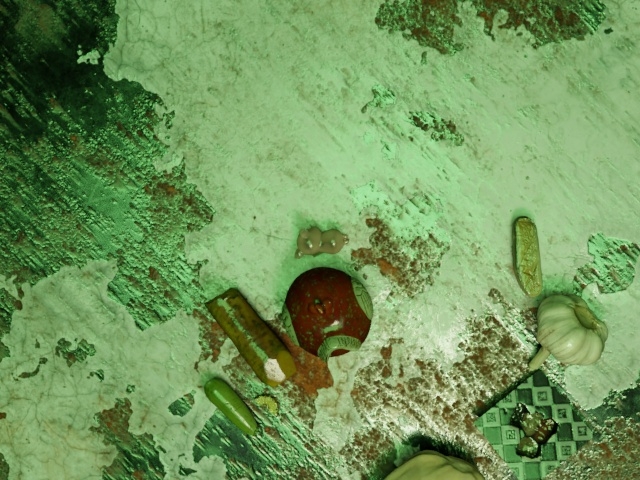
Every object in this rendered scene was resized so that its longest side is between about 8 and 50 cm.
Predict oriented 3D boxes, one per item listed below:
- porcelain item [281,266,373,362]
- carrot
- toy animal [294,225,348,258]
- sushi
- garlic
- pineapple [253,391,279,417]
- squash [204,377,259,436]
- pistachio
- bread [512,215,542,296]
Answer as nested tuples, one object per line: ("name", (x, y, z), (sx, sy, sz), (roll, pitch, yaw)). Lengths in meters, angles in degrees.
("porcelain item", (0.015, 0.189, 1.728), (0.253, 0.253, 0.253), (0, 92, 5))
("carrot", (-0.185, 0.258, 1.811), (0.114, 0.114, 0.302), (-39, 87, 6))
("toy animal", (0.001, 0.001, 1.795), (0.150, 0.089, 0.083), (-6, 88, -3))
("sushi", (0.560, 0.498, 1.775), (0.231, 0.047, 0.219), (-38, 81, -4))
("garlic", (0.615, 0.260, 1.734), (0.199, 0.199, 0.226), (36, 128, 3))
("pineapple", (-0.143, 0.450, 1.859), (0.083, 0.019, 0.045), (34, 101, 2))
("squash", (-0.243, 0.459, 1.844), (0.066, 0.066, 0.201), (-43, 88, 5))
("pistachio", (0.276, 0.667, 1.742), (0.318, 0.193, 0.214), (-29, 78, 16))
("bread", (0.540, 0.042, 1.761), (0.073, 0.053, 0.214), (-6, 89, 1))
